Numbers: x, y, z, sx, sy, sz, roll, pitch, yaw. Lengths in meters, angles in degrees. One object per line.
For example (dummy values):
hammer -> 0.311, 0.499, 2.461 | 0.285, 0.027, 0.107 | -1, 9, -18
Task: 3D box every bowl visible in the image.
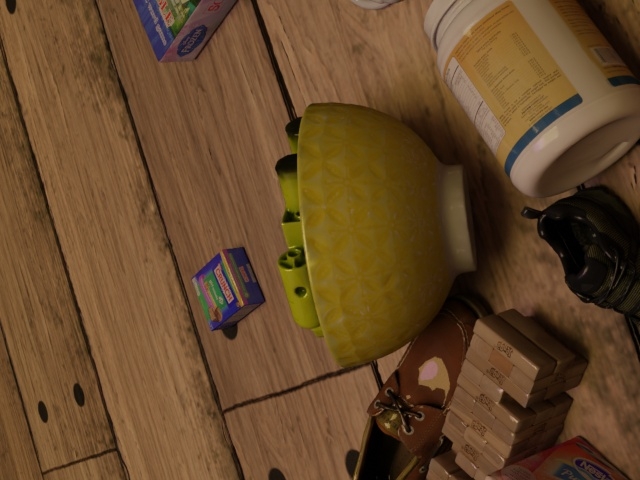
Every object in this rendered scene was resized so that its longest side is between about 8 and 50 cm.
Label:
bowl -> 0.084, -0.014, 1.119 | 0.156, 0.289, 0.289 | -7, 95, 11

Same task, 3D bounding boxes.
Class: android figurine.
android figurine -> 0.000, 0.000, 1.225 | 0.056, 0.248, 0.272 | -5, 127, 11

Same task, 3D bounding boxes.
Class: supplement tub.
supplement tub -> 0.199, -0.156, 0.977 | 0.199, 0.144, 0.144 | 61, 139, 22

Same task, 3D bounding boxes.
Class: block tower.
block tower -> 0.186, 0.238, 1.140 | 0.097, 0.091, 0.335 | 41, 129, 38

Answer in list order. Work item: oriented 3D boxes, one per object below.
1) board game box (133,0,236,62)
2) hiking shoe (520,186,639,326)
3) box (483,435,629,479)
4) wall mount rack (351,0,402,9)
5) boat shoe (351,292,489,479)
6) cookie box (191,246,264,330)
board game box -> -0.193, -0.467, 1.445 | 0.318, 0.066, 0.318 | -42, 67, 48
hiking shoe -> 0.279, 0.045, 0.953 | 0.227, 0.114, 0.086 | 48, 133, 32
box -> 0.220, 0.372, 1.085 | 0.142, 0.154, 0.299 | 42, 128, 36
wall mount rack -> -0.002, -0.413, 1.111 | 0.304, 0.130, 0.350 | 32, 134, 25
boat shoe -> 0.115, 0.205, 1.207 | 0.111, 0.104, 0.307 | 38, 127, 40
cookie box -> -0.138, 0.072, 1.539 | 0.107, 0.040, 0.091 | -39, 68, 48
